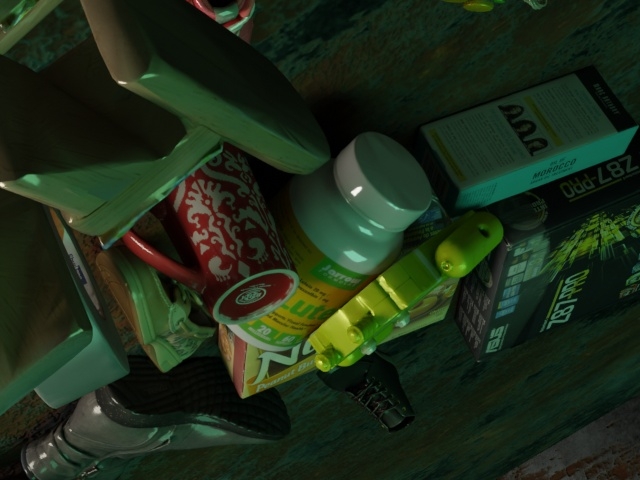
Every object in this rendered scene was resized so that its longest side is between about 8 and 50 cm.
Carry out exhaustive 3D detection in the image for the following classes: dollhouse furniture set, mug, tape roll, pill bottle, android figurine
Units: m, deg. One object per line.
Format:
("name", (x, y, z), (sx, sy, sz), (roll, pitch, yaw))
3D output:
("dollhouse furniture set", (-0.213, -0.072, 0.609), (0.362, 0.394, 0.256), (-37, 152, 16))
("mug", (-0.112, -0.002, 1.069), (0.150, 0.169, 0.113), (-26, 153, -6))
("tape roll", (-0.244, 0.033, 0.949), (0.072, 0.219, 0.219), (-24, 153, -7))
("pill bottle", (0.000, 0.000, 1.143), (0.136, 0.136, 0.246), (2, 145, -45))
("android figurine", (0.090, 0.057, 1.184), (0.273, 0.056, 0.248), (-34, 172, -49))

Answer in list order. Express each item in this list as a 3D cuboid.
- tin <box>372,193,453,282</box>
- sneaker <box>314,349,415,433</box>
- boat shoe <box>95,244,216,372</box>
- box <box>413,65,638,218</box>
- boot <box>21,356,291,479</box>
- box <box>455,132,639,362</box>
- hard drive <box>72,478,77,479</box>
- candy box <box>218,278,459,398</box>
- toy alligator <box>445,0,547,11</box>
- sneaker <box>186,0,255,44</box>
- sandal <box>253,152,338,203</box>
("tin", (0.073, 0.002, 1.323), (0.190, 0.106, 0.040), (-15, -179, -22))
("sneaker", (0.079, 0.232, 1.705), (0.083, 0.118, 0.222), (-39, 151, 19))
("boat shoe", (-0.177, 0.064, 1.211), (0.089, 0.104, 0.285), (-29, 163, -9))
("box", (0.240, -0.117, 1.280), (0.244, 0.100, 0.060), (-20, 153, -16))
("boot", (-0.223, 0.260, 1.501), (0.338, 0.118, 0.223), (19, 131, -41))
("box", (0.374, 0.013, 1.634), (0.318, 0.097, 0.395), (-20, 152, -11))
("hard drive", (-0.378, 0.415, 1.481), (0.172, 0.254, 0.054), (-33, 110, 6))
("candy box", (0.027, 0.081, 1.429), (0.316, 0.087, 0.183), (-19, 150, -18))
("toy alligator", (0.146, -0.245, 1.033), (0.051, 0.056, 0.190), (4, 180, 41))
("sneaker", (-0.099, -0.188, 0.801), (0.116, 0.136, 0.314), (-22, 152, -10))
("sandal", (-0.014, -0.071, 1.198), (0.179, 0.040, 0.067), (-7, 143, -10))
